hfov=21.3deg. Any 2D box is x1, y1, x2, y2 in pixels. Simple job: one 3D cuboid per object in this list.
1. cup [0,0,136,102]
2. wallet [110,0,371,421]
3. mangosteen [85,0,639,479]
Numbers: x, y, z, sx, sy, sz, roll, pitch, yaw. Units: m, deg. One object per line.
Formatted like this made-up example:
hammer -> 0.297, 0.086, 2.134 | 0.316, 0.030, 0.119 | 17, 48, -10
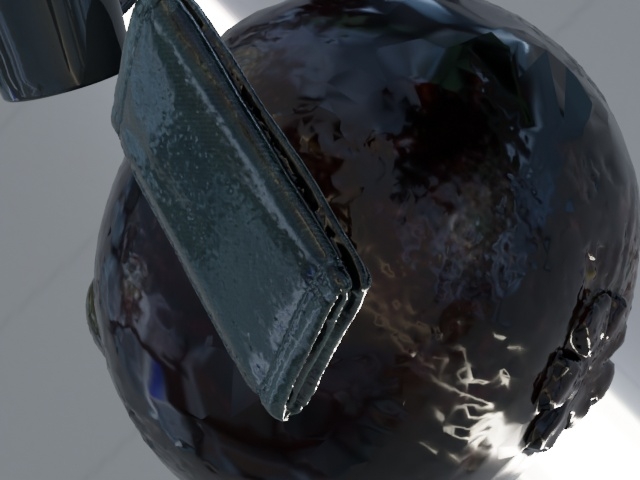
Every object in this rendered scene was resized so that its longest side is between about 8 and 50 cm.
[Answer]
cup -> -0.126, -0.118, 0.841 | 0.100, 0.077, 0.078 | -28, -160, -37
wallet -> -0.028, -0.014, 0.552 | 0.026, 0.088, 0.129 | -19, -116, -28
mangosteen -> 0.016, 0.000, 0.864 | 0.297, 0.297, 0.293 | -42, -112, 2
